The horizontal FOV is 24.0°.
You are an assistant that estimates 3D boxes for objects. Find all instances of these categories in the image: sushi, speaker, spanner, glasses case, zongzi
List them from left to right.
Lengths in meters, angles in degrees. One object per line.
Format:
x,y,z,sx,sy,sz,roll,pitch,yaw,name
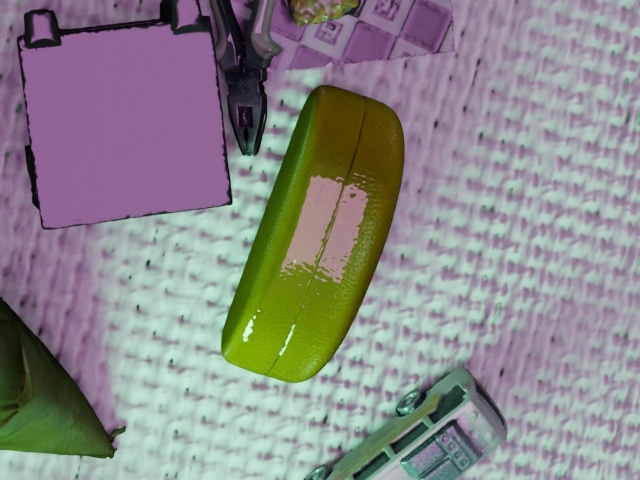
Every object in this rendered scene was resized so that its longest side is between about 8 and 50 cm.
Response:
-0.356,0.176,1.690,0.418,0.447,0.181,35,84,-20,zongzi
-0.238,-0.156,1.778,0.232,0.184,0.254,-8,99,-10,speaker
-0.093,-0.265,1.840,0.096,0.040,0.324,1,100,20,spanner
0.000,0.000,1.855,0.141,0.173,0.371,19,96,-10,glasses case
0.027,-0.357,1.853,0.292,0.059,0.294,-5,102,-9,sushi

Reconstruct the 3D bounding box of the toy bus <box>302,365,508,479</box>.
0.086,0.305,1.950,0.342,0.138,0.097,-38,103,0,toy bus
